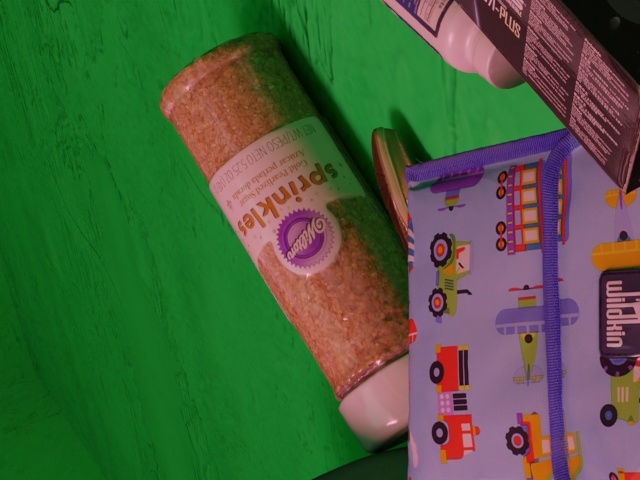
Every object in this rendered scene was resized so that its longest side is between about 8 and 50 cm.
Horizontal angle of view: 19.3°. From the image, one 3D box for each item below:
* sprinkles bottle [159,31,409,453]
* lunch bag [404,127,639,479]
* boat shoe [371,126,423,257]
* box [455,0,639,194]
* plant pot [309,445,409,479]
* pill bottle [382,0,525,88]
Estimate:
[{"bbox_3d":[0.000,0.000,1.569,0.355,0.121,0.121,58,162,13],"label":"sprinkles bottle"},{"bbox_3d":[0.179,0.049,1.041,0.293,0.138,0.221,-15,72,58],"label":"lunch bag"},{"bbox_3d":[0.082,-0.020,1.452,0.056,0.048,0.153,123,125,-84],"label":"boat shoe"},{"bbox_3d":[0.151,-0.135,0.887,0.180,0.147,0.077,54,161,27],"label":"box"},{"bbox_3d":[0.092,0.281,1.505,0.272,0.255,0.272,52,160,29],"label":"plant pot"},{"bbox_3d":[0.090,-0.147,1.178,0.120,0.067,0.067,48,158,38],"label":"pill bottle"}]
